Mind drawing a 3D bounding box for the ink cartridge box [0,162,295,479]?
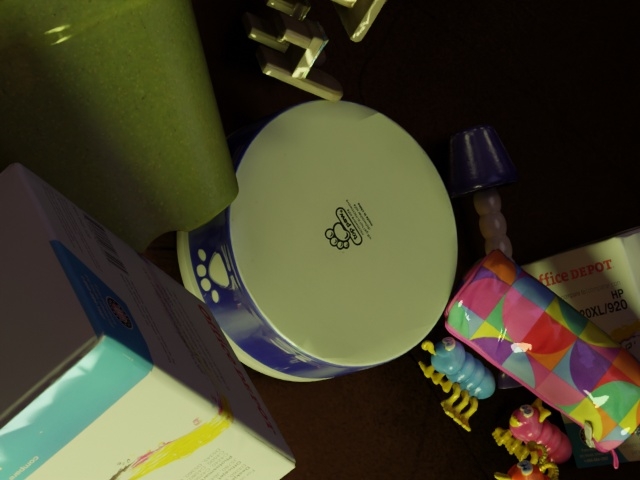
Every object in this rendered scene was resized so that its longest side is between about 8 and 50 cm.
[{"bbox_3d":[-0.193,0.119,1.204,0.197,0.198,0.270,-40,140,7],"label":"ink cartridge box"}]

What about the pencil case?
[{"bbox_3d":[0.229,0.112,1.523,0.236,0.104,0.104,40,59,6],"label":"pencil case"}]

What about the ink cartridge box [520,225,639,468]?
[{"bbox_3d":[0.351,0.103,1.658,0.168,0.171,0.233,-14,86,-34],"label":"ink cartridge box"}]

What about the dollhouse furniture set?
[{"bbox_3d":[0.043,-0.270,1.508,0.161,0.212,0.242,20,27,-26],"label":"dollhouse furniture set"}]

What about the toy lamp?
[{"bbox_3d":[0.189,0.015,1.636,0.080,0.080,0.275,-11,88,-33],"label":"toy lamp"}]

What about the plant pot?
[{"bbox_3d":[-0.198,-0.121,1.335,0.276,0.276,0.254,-31,109,-33],"label":"plant pot"}]

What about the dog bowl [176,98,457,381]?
[{"bbox_3d":[0.000,0.000,1.502,0.264,0.104,0.265,8,75,-30],"label":"dog bowl"}]

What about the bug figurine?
[{"bbox_3d":[0.201,0.207,1.508,0.072,0.279,0.216,-43,127,10],"label":"bug figurine"}]
